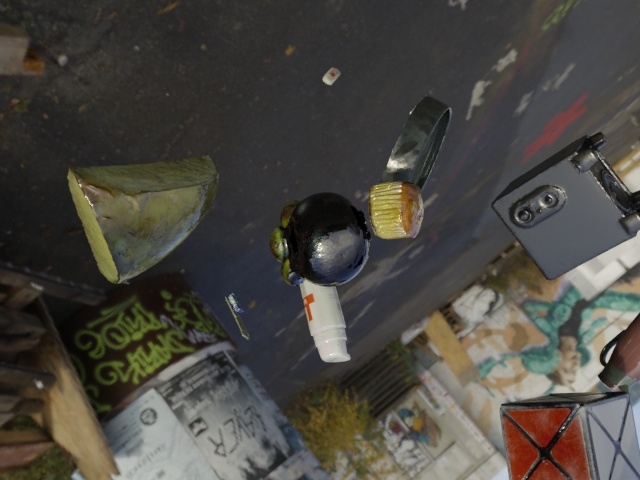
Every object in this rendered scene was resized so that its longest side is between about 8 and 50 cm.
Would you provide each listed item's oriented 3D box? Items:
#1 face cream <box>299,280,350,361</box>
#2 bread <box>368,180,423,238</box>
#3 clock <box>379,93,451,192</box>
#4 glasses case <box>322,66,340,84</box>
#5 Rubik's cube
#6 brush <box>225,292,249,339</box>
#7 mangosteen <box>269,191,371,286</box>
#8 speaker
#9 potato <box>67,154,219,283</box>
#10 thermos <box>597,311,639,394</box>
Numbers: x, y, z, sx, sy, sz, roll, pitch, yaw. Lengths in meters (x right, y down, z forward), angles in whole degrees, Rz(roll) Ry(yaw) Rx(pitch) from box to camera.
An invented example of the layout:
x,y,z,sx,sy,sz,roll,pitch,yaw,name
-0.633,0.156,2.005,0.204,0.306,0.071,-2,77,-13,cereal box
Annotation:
x,y,z,sx,sy,sz,roll,pitch,yaw,name
0.002,0.170,1.785,0.102,0.345,0.102,-11,158,-5,face cream
0.180,-0.070,1.483,0.114,0.132,0.190,-5,179,23,bread
0.262,-0.219,1.818,0.386,0.077,0.386,-58,164,-27,clock
0.031,-0.454,1.771,0.021,0.032,0.083,-54,-177,43,glasses case
0.647,0.529,1.661,0.260,0.254,0.259,6,165,-41,Rubik's cube
-0.231,0.215,1.833,0.030,0.178,0.033,-36,132,0,brush
0.000,0.000,1.487,0.243,0.243,0.243,-37,163,-13,mangosteen
0.573,-0.078,1.458,0.254,0.232,0.184,-36,-178,38,speaker
-0.265,-0.058,1.088,0.255,0.112,0.269,-34,156,-27,potato
0.935,0.330,1.907,0.265,0.146,0.176,-56,-160,18,thermos
